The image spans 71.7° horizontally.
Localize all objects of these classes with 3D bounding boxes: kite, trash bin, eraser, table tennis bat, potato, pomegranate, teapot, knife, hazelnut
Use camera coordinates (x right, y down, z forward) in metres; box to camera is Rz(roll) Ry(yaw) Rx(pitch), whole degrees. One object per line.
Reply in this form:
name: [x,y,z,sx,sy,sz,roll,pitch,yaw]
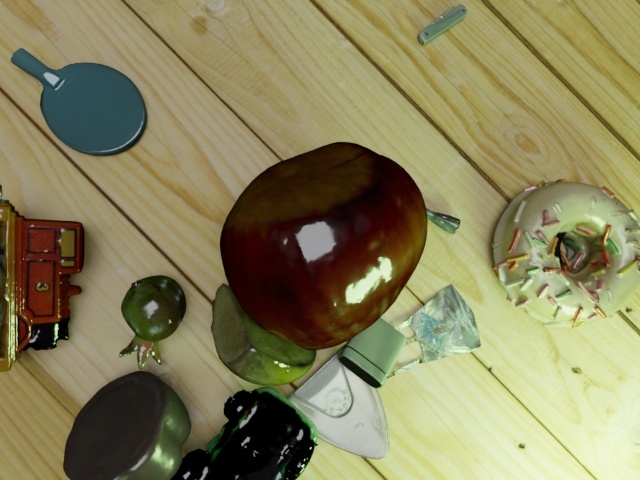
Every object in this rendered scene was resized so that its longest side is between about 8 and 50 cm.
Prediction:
kite: [0.249,0.249,1.084,0.310,0.015,0.169,-29,88,-10]
trash bin: [0.119,0.248,1.008,0.116,0.059,0.130,37,57,2]
eraser: [0.064,0.396,1.020,0.204,0.059,0.243,-40,86,-10]
table tennis bat: [-0.566,-0.334,1.040,0.329,0.044,0.215,34,82,-4]
potato: [-0.145,0.222,0.908,0.269,0.255,0.112,34,93,-2]
pomegranate: [-0.368,0.172,0.960,0.131,0.152,0.191,17,102,-11]
teapot: [0.293,-0.057,1.114,0.110,0.043,0.043,26,81,1]
knife: [0.325,-0.581,1.186,0.162,0.023,0.044,-37,91,-10]
hazelnut: [0.000,0.000,0.914,0.402,0.402,0.429,45,65,0]

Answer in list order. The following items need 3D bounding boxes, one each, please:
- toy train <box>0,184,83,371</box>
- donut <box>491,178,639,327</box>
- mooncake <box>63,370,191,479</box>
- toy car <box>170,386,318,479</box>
toy train: [-0.616,0.073,0.911,0.231,0.163,0.369,0,94,-30]
donut: [0.615,0.026,1.092,0.382,0.142,0.383,1,83,-6]
mooncake: [-0.381,0.393,0.886,0.245,0.245,0.133,-31,125,-9]
toy car: [-0.165,0.495,0.924,0.213,0.176,0.359,32,71,20]
